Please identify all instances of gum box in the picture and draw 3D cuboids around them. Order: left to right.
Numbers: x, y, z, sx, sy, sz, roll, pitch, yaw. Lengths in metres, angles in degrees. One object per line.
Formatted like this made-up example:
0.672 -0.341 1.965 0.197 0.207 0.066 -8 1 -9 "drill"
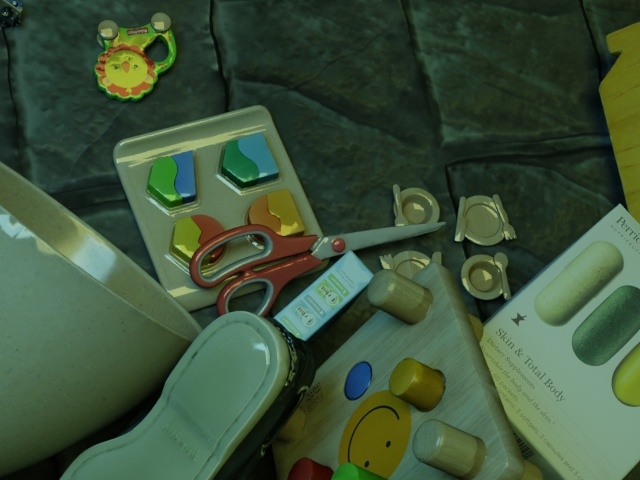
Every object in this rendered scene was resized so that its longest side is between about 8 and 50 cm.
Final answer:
-0.037 0.100 1.266 0.184 0.157 0.041 -42 85 -18 "gum box"

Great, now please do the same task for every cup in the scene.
-0.306 0.082 1.161 0.331 0.331 0.237 39 89 4 "cup"

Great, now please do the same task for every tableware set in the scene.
0.148 0.007 1.433 0.168 0.020 0.141 2 68 -12 "tableware set"

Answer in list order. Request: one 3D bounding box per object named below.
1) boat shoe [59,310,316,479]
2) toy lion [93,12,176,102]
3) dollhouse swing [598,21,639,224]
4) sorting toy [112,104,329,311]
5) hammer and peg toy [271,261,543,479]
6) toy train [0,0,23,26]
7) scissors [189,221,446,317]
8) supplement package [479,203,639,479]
-0.127 0.202 1.132 0.127 0.113 0.340 44 105 28 "boat shoe"
-0.212 -0.207 1.430 0.100 0.034 0.096 -12 79 -18 "toy lion"
0.562 -0.099 1.552 0.315 0.305 0.347 -18 69 24 "dollhouse swing"
-0.109 -0.041 1.381 0.193 0.038 0.208 -17 73 -19 "sorting toy"
0.017 0.210 1.134 0.127 0.361 0.266 29 29 -31 "hammer and peg toy"
-0.400 -0.296 1.423 0.158 0.027 0.036 37 54 3 "toy train"
0.000 0.000 1.366 0.297 0.021 0.109 -26 103 -16 "scissors"
0.260 0.140 1.307 0.262 0.198 0.199 -39 81 -24 "supplement package"
